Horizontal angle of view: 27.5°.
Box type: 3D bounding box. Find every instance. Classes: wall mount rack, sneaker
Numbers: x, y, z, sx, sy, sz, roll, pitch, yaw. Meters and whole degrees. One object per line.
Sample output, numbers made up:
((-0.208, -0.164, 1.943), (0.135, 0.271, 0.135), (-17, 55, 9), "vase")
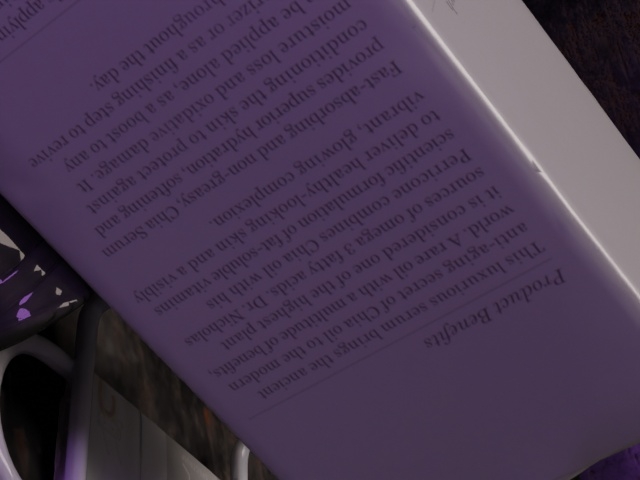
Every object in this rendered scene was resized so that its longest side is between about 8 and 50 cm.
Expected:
((-0.055, 0.192, 0.764), (0.350, 0.130, 0.304), (52, 26, -47), "wall mount rack")
((-0.160, -0.056, 0.751), (0.130, 0.109, 0.286), (56, 18, -20), "sneaker")

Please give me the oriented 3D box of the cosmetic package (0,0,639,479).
((-0.017, -0.068, 0.664), (0.453, 0.230, 0.161), (50, 28, -20), "cosmetic package")
